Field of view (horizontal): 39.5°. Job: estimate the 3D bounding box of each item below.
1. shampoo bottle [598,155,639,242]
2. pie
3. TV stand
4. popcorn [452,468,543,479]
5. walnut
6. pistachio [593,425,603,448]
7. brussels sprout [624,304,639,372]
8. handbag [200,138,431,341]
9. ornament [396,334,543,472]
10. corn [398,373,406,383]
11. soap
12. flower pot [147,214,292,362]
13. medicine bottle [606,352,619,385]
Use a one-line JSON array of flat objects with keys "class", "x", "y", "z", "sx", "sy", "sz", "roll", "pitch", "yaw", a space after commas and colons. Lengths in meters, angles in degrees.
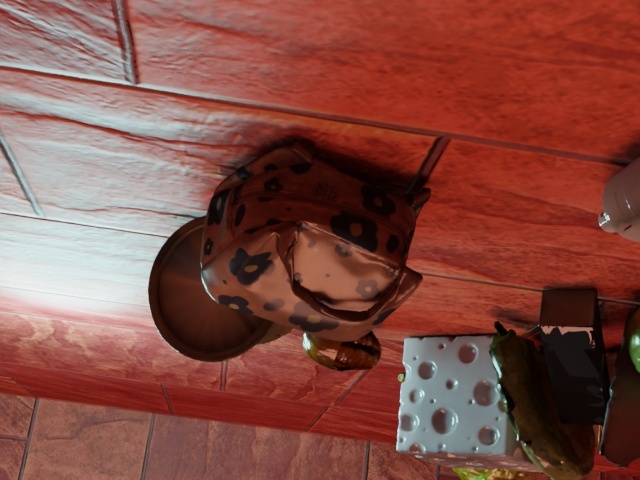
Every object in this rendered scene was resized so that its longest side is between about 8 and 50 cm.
[{"class": "shampoo bottle", "x": 0.372, "y": -0.066, "z": 0.888, "sx": 0.092, "sy": 0.092, "sz": 0.303, "roll": 11, "pitch": 161, "yaw": -11}, {"class": "pie", "x": 0.424, "y": 0.305, "z": 1.661, "sx": 0.078, "sy": 0.297, "sz": 0.371, "roll": -27, "pitch": 149, "yaw": 27}, {"class": "TV stand", "x": 0.430, "y": 0.201, "z": 1.489, "sx": 0.088, "sy": 0.083, "sz": 0.270, "roll": -3, "pitch": 135, "yaw": 24}, {"class": "popcorn", "x": 0.467, "y": 0.545, "z": 2.382, "sx": 0.282, "sy": 0.247, "sz": 0.282, "roll": -11, "pitch": 167, "yaw": -2}, {"class": "walnut", "x": 0.048, "y": 0.208, "z": 1.762, "sx": 0.115, "sy": 0.116, "sz": 0.207, "roll": -11, "pitch": 154, "yaw": 42}, {"class": "pistachio", "x": 0.606, "y": 0.357, "z": 1.891, "sx": 0.126, "sy": 0.152, "sz": 0.223, "roll": 4, "pitch": 130, "yaw": 18}, {"class": "brussels sprout", "x": 0.540, "y": 0.156, "z": 1.395, "sx": 0.122, "sy": 0.149, "sz": 0.151, "roll": 9, "pitch": 154, "yaw": 51}, {"class": "handbag", "x": 0.000, "y": 0.000, "z": 1.085, "sx": 0.251, "sy": 0.190, "sz": 0.193, "roll": 19, "pitch": 147, "yaw": -21}, {"class": "ornament", "x": 0.322, "y": 0.338, "z": 1.840, "sx": 0.239, "sy": 0.240, "sz": 0.239, "roll": -7, "pitch": 157, "yaw": 32}, {"class": "corn", "x": 0.224, "y": 0.353, "z": 2.238, "sx": 0.028, "sy": 0.027, "sz": 0.083, "roll": -24, "pitch": 145, "yaw": 27}, {"class": "soap", "x": 0.546, "y": 0.239, "z": 1.420, "sx": 0.158, "sy": 0.258, "sz": 0.302, "roll": 10, "pitch": 173, "yaw": 20}, {"class": "flower pot", "x": -0.122, "y": 0.087, "z": 1.349, "sx": 0.212, "sy": 0.213, "sz": 0.202, "roll": 0, "pitch": 167, "yaw": 19}, {"class": "medicine bottle", "x": 0.678, "y": 0.302, "z": 1.745, "sx": 0.254, "sy": 0.152, "sz": 0.152, "roll": 11, "pitch": 160, "yaw": -11}]
